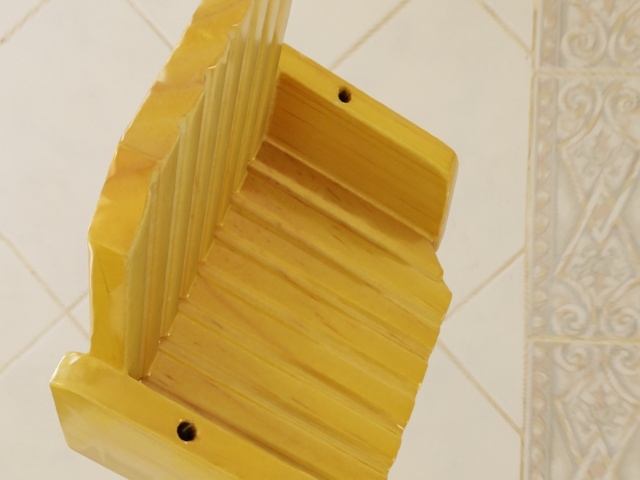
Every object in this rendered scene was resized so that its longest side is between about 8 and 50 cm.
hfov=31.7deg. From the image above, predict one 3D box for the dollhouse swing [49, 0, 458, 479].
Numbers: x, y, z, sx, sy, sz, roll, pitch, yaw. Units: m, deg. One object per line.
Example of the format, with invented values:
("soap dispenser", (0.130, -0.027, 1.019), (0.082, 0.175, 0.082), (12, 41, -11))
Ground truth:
("dollhouse swing", (0.000, 0.000, 0.814), (0.315, 0.305, 0.347), (30, 56, -10))
